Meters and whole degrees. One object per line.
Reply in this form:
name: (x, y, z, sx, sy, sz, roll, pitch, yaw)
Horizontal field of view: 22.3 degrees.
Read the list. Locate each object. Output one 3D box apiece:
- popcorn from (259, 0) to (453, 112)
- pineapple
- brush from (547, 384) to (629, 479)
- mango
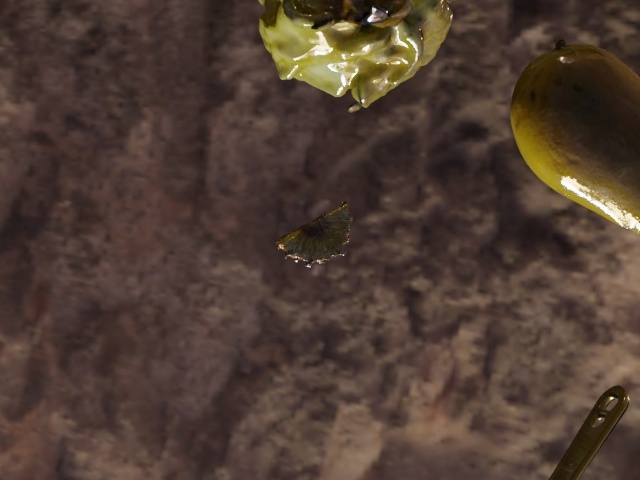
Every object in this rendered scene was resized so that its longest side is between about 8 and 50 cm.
popcorn: (0.016, -0.200, 1.322, 0.195, 0.168, 0.173, 7, -115, -61)
pineapple: (0.000, 0.000, 1.575, 0.083, 0.019, 0.045, -28, -75, -16)
brush: (0.148, 0.187, 1.105, 0.010, 0.082, 0.218, 40, -103, -17)
mango: (0.203, -0.068, 1.158, 0.161, 0.076, 0.103, 44, -107, -11)
